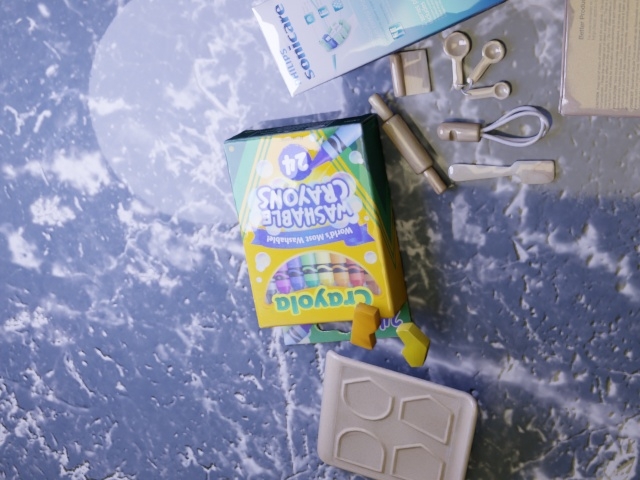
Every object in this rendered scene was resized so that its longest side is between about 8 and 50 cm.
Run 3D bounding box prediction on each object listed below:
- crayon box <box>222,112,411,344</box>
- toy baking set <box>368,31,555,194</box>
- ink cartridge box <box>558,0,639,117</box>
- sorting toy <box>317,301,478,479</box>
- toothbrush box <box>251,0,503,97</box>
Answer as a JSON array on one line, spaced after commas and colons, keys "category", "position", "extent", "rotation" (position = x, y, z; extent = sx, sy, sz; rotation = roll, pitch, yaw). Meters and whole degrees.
[{"category": "crayon box", "position": [0.000, 0.000, 1.808], "extent": [0.203, 0.083, 0.322], "rotation": [-6, 104, 20]}, {"category": "toy baking set", "position": [0.188, -0.156, 1.727], "extent": [0.197, 0.030, 0.256], "rotation": [-31, 94, 24]}, {"category": "ink cartridge box", "position": [0.397, -0.268, 1.592], "extent": [0.193, 0.088, 0.234], "rotation": [5, 107, 18]}, {"category": "sorting toy", "position": [0.110, 0.225, 1.822], "extent": [0.229, 0.041, 0.307], "rotation": [18, 128, 16]}, {"category": "toothbrush box", "position": [0.096, -0.303, 1.615], "extent": [0.296, 0.216, 0.126], "rotation": [-21, 97, 22]}]
